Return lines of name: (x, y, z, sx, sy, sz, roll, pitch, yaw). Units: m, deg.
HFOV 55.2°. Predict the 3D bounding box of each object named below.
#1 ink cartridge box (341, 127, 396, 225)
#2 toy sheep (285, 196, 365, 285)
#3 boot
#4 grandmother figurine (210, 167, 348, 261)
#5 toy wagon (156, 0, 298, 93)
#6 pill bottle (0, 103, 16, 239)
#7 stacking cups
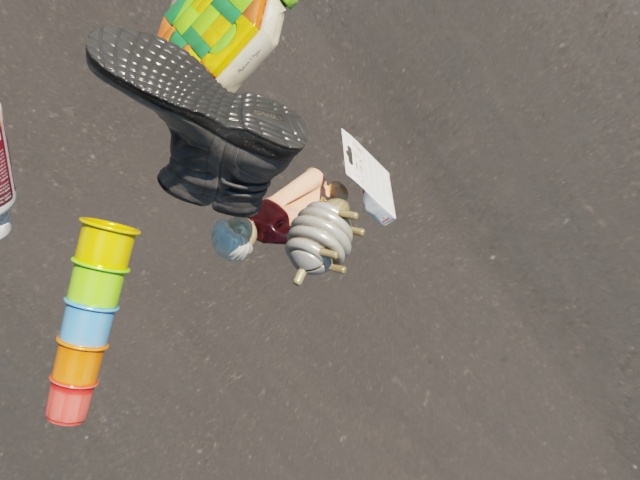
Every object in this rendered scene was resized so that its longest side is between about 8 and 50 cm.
ink cartridge box: (0.090, -0.132, 1.300, 0.045, 0.179, 0.145, -31, 43, 29)
toy sheep: (0.000, 0.000, 0.764, 0.091, 0.091, 0.132, 28, 60, 4)
boot: (-0.208, -0.151, 0.917, 0.338, 0.223, 0.118, 28, 48, -17)
grandmother figurine: (-0.098, -0.056, 1.271, 0.207, 0.342, 0.104, 23, 127, 27)
toy wagon: (-0.196, -0.374, 1.064, 0.267, 0.068, 0.344, -45, 50, 8)
pill bottle: (-0.367, -0.073, 0.635, 0.086, 0.086, 0.152, 13, 125, 5)
stacking cups: (-0.368, 0.125, 0.952, 0.096, 0.096, 0.316, 17, 93, 5)
